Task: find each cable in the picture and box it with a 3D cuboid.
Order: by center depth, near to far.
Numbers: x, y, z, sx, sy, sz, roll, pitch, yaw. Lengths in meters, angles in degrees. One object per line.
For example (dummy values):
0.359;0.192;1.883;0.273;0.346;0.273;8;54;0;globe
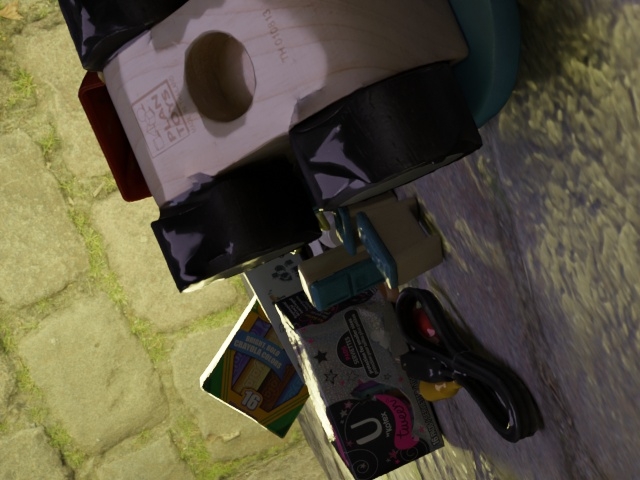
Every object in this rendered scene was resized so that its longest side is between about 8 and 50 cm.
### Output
0.156;0.123;1.242;0.287;0.072;0.139;-171;74;-66;cable

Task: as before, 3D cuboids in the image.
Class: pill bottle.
0.017;-0.026;1.557;0.116;0.065;0.065;-134;22;-67;pill bottle

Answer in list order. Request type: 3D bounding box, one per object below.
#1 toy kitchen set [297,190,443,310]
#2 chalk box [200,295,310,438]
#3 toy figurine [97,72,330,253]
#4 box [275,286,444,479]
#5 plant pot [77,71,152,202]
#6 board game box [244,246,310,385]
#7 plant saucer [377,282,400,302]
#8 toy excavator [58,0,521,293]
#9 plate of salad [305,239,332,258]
0.052;0.029;1.297;0.207;0.122;0.166;77;167;-52;toy kitchen set
-0.073;0.194;2.184;0.179;0.289;0.180;34;175;-4;chalk box
-0.069;-0.189;1.294;0.362;0.217;0.191;47;155;-9;toy figurine
0.053;0.190;1.662;0.163;0.142;0.247;-136;23;-71;box
-0.296;-0.275;2.249;0.235;0.267;0.267;-104;-2;-51;plant pot
-0.058;0.049;1.894;0.224;0.097;0.303;-108;-6;-55;board game box
0.081;0.047;1.535;0.083;0.015;0.083;156;90;-82;plant saucer
0.011;-0.118;0.918;0.433;0.445;0.222;-27;85;40;toy excavator
0.000;0.000;1.789;0.200;0.048;0.200;155;90;-86;plate of salad
